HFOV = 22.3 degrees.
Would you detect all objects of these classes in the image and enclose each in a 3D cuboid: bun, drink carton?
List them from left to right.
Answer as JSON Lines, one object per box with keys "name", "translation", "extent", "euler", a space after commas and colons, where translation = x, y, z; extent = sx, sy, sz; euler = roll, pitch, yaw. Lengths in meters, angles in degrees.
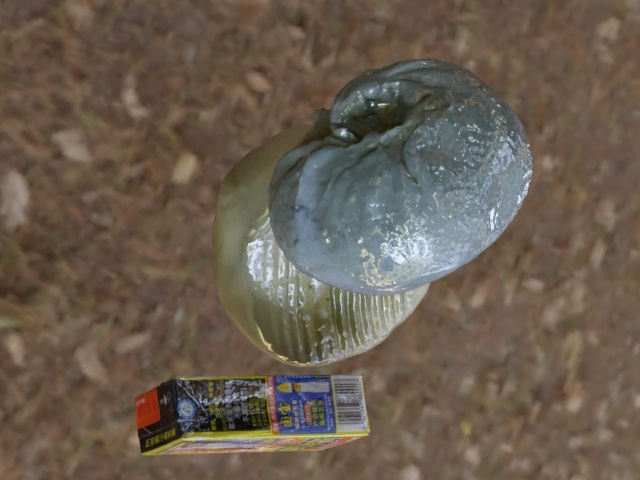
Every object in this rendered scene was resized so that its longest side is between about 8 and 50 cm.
{"name": "drink carton", "translation": [-0.051, 0.130, 1.229], "extent": [0.165, 0.071, 0.056], "euler": [4, 69, -33]}
{"name": "bun", "translation": [0.000, 0.000, 1.301], "extent": [0.178, 0.128, 0.193], "euler": [-5, 118, -14]}
{"name": "bun", "translation": [0.035, -0.038, 0.829], "extent": [0.141, 0.141, 0.083], "euler": [-54, 134, -25]}
